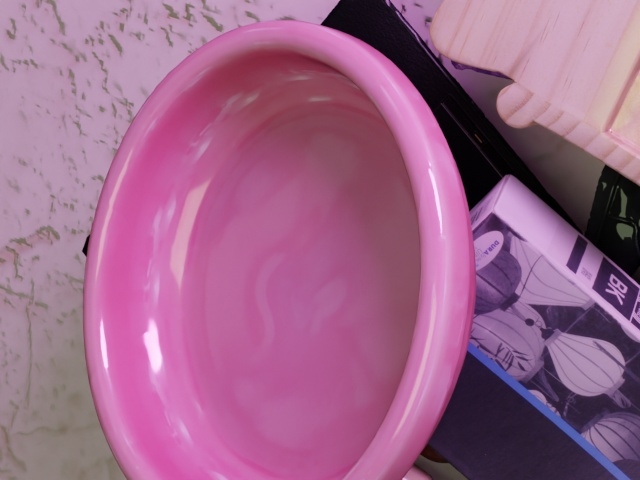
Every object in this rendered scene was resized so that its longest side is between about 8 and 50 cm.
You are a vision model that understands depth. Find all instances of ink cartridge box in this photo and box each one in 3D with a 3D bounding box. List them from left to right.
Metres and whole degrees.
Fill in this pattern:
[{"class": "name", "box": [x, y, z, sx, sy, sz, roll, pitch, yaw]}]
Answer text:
[{"class": "ink cartridge box", "box": [0.187, 0.125, 1.158, 0.333, 0.065, 0.165, 39, 121, -5]}]

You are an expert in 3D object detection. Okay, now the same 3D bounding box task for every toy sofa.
[{"class": "toy sofa", "box": [0.225, -0.224, 1.058, 0.177, 0.150, 0.362, 33, 115, 23]}]

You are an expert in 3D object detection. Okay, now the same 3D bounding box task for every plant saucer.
[{"class": "plant saucer", "box": [-0.021, 0.030, 1.140, 0.332, 0.084, 0.332, -8, 79, 46]}]

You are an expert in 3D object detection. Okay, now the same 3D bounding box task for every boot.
[{"class": "boot", "box": [0.221, 0.011, 1.180, 0.099, 0.045, 0.121, 18, 112, 17]}]

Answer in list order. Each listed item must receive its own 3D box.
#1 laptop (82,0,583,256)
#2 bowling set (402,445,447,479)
[{"class": "laptop", "box": [0.000, 0.000, 1.236, 0.234, 0.137, 0.264, 51, 136, 8]}, {"class": "bowling set", "box": [0.089, 0.209, 1.227, 0.154, 0.287, 0.200, 30, 81, 12]}]
